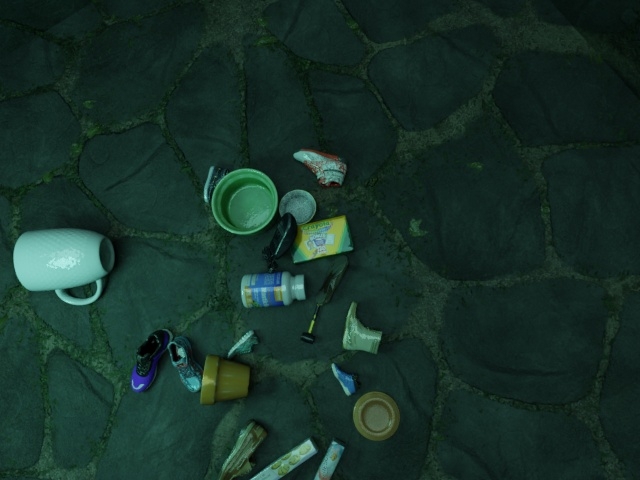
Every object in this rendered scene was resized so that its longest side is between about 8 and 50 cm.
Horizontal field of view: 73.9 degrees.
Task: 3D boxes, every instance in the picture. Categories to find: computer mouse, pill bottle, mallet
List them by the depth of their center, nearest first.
[{"bbox_3d":[-0.167,0.002,1.874,0.072,0.188,0.272,17,115,-27],"label":"computer mouse"},{"bbox_3d":[-0.200,0.215,1.875,0.271,0.152,0.152,-5,79,5],"label":"pill bottle"},{"bbox_3d":[-0.042,0.362,1.897,0.062,0.039,0.190,10,77,4],"label":"mallet"}]

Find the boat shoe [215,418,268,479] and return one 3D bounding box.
[{"bbox_3d":[-0.330,0.921,1.776,0.119,0.122,0.324,28,84,6],"label":"boat shoe"}]

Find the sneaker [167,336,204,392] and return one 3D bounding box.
[{"bbox_3d":[-0.603,0.551,1.863,0.104,0.125,0.262,-31,78,0],"label":"sneaker"}]

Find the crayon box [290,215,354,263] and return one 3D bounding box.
[{"bbox_3d":[0.000,0.000,1.932,0.278,0.081,0.165,-13,79,3],"label":"crayon box"}]

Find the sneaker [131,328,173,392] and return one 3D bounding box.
[{"bbox_3d":[-0.772,0.527,1.872,0.102,0.146,0.293,22,82,9],"label":"sneaker"}]

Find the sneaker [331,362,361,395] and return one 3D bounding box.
[{"bbox_3d":[0.116,0.581,1.826,0.084,0.058,0.152,-32,83,5],"label":"sneaker"}]

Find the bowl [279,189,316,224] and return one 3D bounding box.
[{"bbox_3d":[-0.101,-0.141,1.966,0.170,0.080,0.170,-1,76,5],"label":"bowl"}]

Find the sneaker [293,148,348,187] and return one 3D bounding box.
[{"bbox_3d":[-0.012,-0.335,1.991,0.270,0.090,0.145,12,79,5],"label":"sneaker"}]

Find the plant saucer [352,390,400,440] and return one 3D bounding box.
[{"bbox_3d":[0.237,0.744,1.798,0.199,0.037,0.200,-1,80,5],"label":"plant saucer"}]

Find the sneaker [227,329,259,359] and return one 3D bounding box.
[{"bbox_3d":[-0.341,0.478,1.888,0.076,0.065,0.166,45,88,7],"label":"sneaker"}]

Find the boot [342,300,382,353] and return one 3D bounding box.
[{"bbox_3d":[0.188,0.379,1.850,0.165,0.077,0.213,8,86,7],"label":"boot"}]

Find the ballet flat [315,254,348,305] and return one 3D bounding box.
[{"bbox_3d":[0.059,0.181,1.912,0.084,0.058,0.250,16,73,43],"label":"ballet flat"}]

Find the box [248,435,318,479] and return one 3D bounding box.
[{"bbox_3d":[-0.157,0.943,1.783,0.324,0.063,0.067,-33,77,-1],"label":"box"}]

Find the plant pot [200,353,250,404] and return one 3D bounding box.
[{"bbox_3d":[-0.400,0.597,1.813,0.187,0.205,0.205,7,80,-9],"label":"plant pot"}]

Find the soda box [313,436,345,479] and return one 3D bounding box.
[{"bbox_3d":[0.038,0.923,1.769,0.058,0.063,0.183,26,83,8],"label":"soda box"}]

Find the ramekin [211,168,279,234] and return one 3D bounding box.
[{"bbox_3d":[-0.332,-0.164,1.958,0.303,0.148,0.304,-1,80,5],"label":"ramekin"}]

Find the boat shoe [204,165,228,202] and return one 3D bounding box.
[{"bbox_3d":[-0.499,-0.268,2.034,0.083,0.065,0.183,8,80,8],"label":"boat shoe"}]

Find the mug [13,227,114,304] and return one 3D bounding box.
[{"bbox_3d":[-1.128,0.123,1.940,0.327,0.276,0.374,-5,109,-3],"label":"mug"}]
